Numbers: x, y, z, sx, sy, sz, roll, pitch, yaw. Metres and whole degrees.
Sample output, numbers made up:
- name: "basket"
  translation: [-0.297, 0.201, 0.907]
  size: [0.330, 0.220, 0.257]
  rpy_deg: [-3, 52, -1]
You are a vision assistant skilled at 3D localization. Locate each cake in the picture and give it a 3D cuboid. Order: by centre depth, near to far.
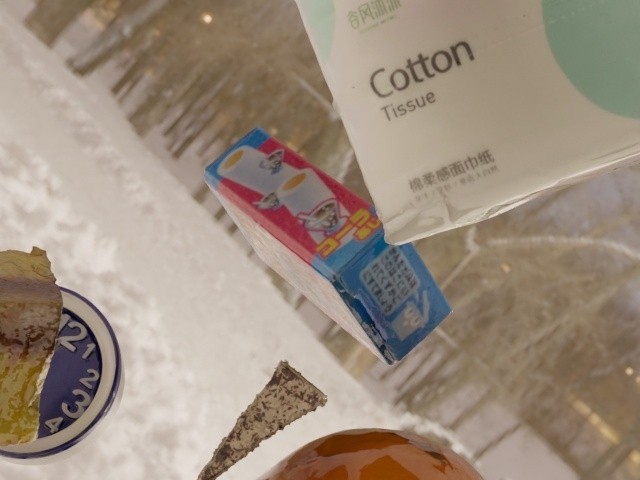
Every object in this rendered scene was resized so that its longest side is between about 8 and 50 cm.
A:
- name: "cake"
  translation: [-0.063, 0.159, 1.111]
  size: [0.055, 0.140, 0.051]
  rpy_deg: [54, -6, 5]

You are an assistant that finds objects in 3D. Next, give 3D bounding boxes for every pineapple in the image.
- name: "pineapple"
  translation: [-0.320, 0.095, 1.315]
  size: [0.114, 0.186, 0.236]
  rpy_deg: [-2, 58, -25]

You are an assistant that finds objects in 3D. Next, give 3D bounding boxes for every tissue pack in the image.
- name: "tissue pack"
  translation: [0.190, -0.174, 1.108]
  size: [0.266, 0.356, 0.194]
  rpy_deg: [70, 20, 0]

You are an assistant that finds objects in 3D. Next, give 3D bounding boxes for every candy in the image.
- name: "candy"
  translation: [0.001, -0.001, 1.437]
  size: [0.306, 0.100, 0.157]
  rpy_deg: [36, -15, 51]

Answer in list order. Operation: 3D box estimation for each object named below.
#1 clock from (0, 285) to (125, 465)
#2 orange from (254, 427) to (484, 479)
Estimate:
- name: "clock"
  translation: [-0.370, 0.174, 1.663]
  size: [0.230, 0.230, 0.083]
  rpy_deg: [42, -17, 15]
- name: "orange"
  translation: [0.042, 0.326, 1.185]
  size: [0.312, 0.312, 0.312]
  rpy_deg: [42, 3, -3]
